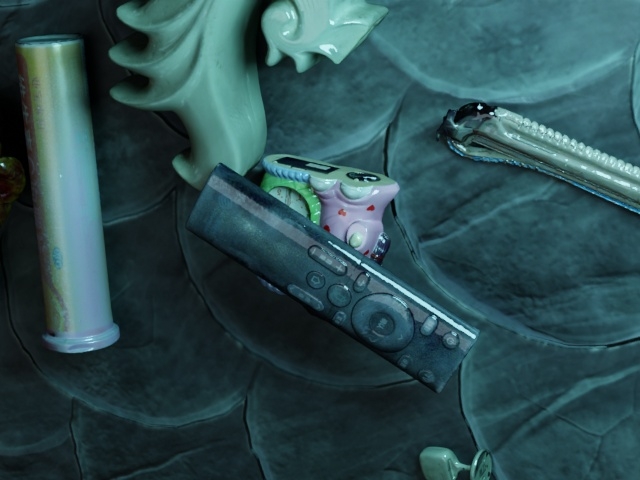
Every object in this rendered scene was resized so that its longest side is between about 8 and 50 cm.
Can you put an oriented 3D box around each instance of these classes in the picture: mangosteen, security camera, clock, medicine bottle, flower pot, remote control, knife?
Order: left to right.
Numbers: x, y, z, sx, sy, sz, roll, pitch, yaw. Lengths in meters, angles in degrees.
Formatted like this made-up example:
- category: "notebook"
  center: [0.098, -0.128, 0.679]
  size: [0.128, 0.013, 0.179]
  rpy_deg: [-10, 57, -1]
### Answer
- category: "mangosteen"
  center: [-0.481, -0.099, 1.824]
  size: [0.230, 0.194, 0.194]
  rpy_deg: [31, 120, 42]
- category: "medicine bottle"
  center: [-0.348, -0.065, 1.842]
  size: [0.108, 0.108, 0.426]
  rpy_deg: [3, 106, 23]
- category: "flower pot"
  center: [-0.106, -0.252, 1.639]
  size: [0.254, 0.164, 0.367]
  rpy_deg: [43, 118, -2]
- category: "clock"
  center: [0.000, 0.000, 1.711]
  size: [0.194, 0.100, 0.196]
  rpy_deg: [13, 109, 24]
- category: "remote control"
  center: [0.011, 0.047, 1.640]
  size: [0.377, 0.044, 0.107]
  rpy_deg: [34, 127, 5]
- category: "security camera"
  center: [0.173, 0.292, 1.761]
  size: [0.092, 0.058, 0.058]
  rpy_deg: [7, 110, 34]
- category: "knife"
  center: [0.312, -0.082, 1.580]
  size: [0.365, 0.043, 0.089]
  rpy_deg: [23, 147, 13]
